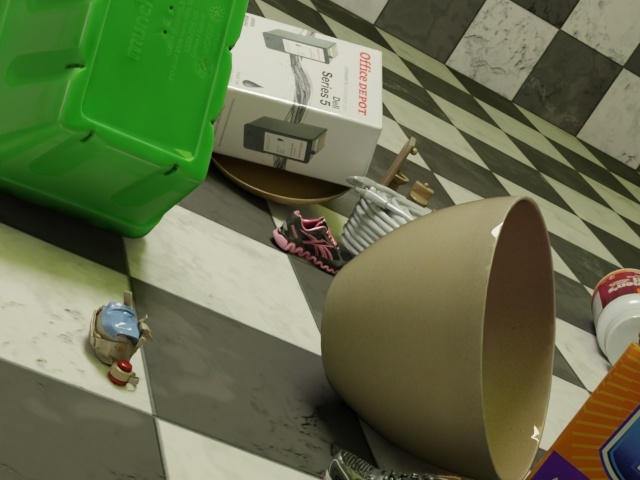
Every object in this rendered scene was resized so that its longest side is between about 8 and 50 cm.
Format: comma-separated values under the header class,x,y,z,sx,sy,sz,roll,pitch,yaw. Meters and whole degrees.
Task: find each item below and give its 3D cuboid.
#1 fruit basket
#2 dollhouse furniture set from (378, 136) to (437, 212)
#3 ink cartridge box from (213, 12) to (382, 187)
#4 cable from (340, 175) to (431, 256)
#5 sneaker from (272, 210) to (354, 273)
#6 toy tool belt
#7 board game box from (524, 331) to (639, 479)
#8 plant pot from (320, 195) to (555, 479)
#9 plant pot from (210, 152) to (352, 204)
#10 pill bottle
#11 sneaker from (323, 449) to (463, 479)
class,x,y,z,sx,sy,sz,roll,pitch,yaw
fruit basket,-0.238,-0.197,1.426,0.283,0.392,0.392,22,20,-34
dollhouse furniture set,0.173,-0.077,2.071,0.151,0.123,0.144,32,17,-3
ink cartridge box,-0.057,-0.199,1.799,0.273,0.115,0.198,14,40,-9
cable,0.149,0.029,1.766,0.257,0.089,0.257,41,11,28
sneaker,0.000,0.000,1.671,0.119,0.057,0.047,26,17,-27
toy tool belt,-0.171,0.082,1.148,0.052,0.051,0.083,22,20,-30
board game box,0.474,0.215,1.311,0.356,0.356,0.356,39,7,20
plant pot,0.112,0.095,1.327,0.191,0.284,0.284,2,5,24
plant pot,-0.056,-0.124,1.831,0.236,0.032,0.236,12,41,-11
pill bottle,0.490,0.130,2.069,0.121,0.121,0.221,32,17,-2
sneaker,0.091,0.230,1.162,0.178,0.077,0.072,32,16,0
